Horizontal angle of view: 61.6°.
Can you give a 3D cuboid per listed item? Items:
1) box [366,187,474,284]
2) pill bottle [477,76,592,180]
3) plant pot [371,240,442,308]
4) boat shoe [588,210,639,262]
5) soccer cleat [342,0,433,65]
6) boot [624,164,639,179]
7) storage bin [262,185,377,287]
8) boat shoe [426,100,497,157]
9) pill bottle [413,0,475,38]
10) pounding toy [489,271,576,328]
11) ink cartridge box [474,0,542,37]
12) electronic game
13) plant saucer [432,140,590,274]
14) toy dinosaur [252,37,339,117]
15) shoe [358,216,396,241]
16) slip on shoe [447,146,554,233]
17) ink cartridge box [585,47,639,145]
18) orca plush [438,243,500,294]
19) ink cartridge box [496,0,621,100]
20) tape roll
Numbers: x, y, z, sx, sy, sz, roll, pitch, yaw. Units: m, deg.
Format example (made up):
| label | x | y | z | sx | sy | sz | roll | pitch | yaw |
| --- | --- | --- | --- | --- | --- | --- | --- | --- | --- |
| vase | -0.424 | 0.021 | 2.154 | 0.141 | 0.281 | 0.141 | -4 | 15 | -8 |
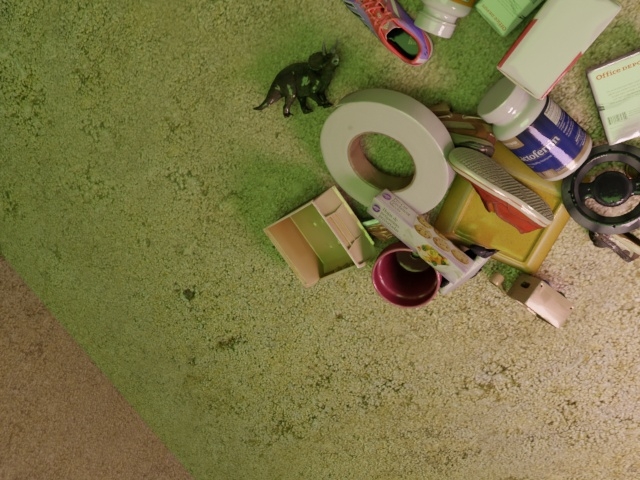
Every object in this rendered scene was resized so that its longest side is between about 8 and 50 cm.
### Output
| label | x | y | z | sx | sy | sz | roll | pitch | yaw |
| --- | --- | --- | --- | --- | --- | --- | --- | --- | --- |
| box | 0.273 | -0.012 | 1.483 | 0.324 | 0.067 | 0.063 | 42 | 139 | 14 |
| pill bottle | 0.527 | -0.280 | 1.332 | 0.265 | 0.153 | 0.153 | 35 | 123 | -17 |
| plant pot | 0.270 | 0.077 | 1.618 | 0.201 | 0.180 | 0.201 | 8 | 116 | 17 |
| boat shoe | 0.764 | -0.011 | 1.444 | 0.224 | 0.080 | 0.073 | 29 | 120 | -2 |
| soccer cleat | 0.162 | -0.578 | 1.391 | 0.318 | 0.116 | 0.108 | 44 | 121 | -3 |
| boot | 0.906 | -0.190 | 1.288 | 0.305 | 0.115 | 0.112 | -8 | 115 | 27 |
| storage bin | 0.000 | 0.000 | 1.678 | 0.262 | 0.123 | 0.260 | -26 | 103 | 47 |
| boat shoe | 0.326 | -0.311 | 1.466 | 0.324 | 0.122 | 0.120 | 20 | 86 | 23 |
| pill bottle | 0.321 | -0.627 | 1.296 | 0.136 | 0.136 | 0.245 | 26 | 120 | 8 |
| pounding toy | 0.596 | 0.139 | 1.555 | 0.206 | 0.181 | 0.094 | 36 | 93 | -7 |
| ink cartridge box | 0.468 | -0.587 | 1.300 | 0.109 | 0.063 | 0.150 | 45 | 122 | -4 |
| electronic game | 0.729 | -0.129 | 1.346 | 0.229 | 0.048 | 0.229 | 0 | 90 | 25 |
| plant saucer | 0.519 | -0.082 | 1.507 | 0.333 | 0.081 | 0.332 | 24 | 120 | 10 |
| toy dinosaur | -0.054 | -0.451 | 1.554 | 0.314 | 0.121 | 0.160 | -11 | 97 | 30 |
| shoe | 0.163 | -0.031 | 1.677 | 0.178 | 0.063 | 0.081 | -15 | 105 | 23 |
| slip on shoe | 0.449 | -0.120 | 1.379 | 0.331 | 0.123 | 0.101 | 32 | 133 | -17 |
| ink cartridge box | 0.741 | -0.347 | 1.296 | 0.140 | 0.082 | 0.190 | -18 | 104 | 27 |
| orca plush | 0.401 | 0.061 | 1.577 | 0.151 | 0.287 | 0.102 | -24 | 70 | -10 |
| ink cartridge box | 0.524 | -0.457 | 1.197 | 0.131 | 0.306 | 0.226 | 37 | 121 | 4 |
| tape roll | 0.179 | -0.233 | 1.483 | 0.392 | 0.072 | 0.392 | 24 | 145 | 18 |
